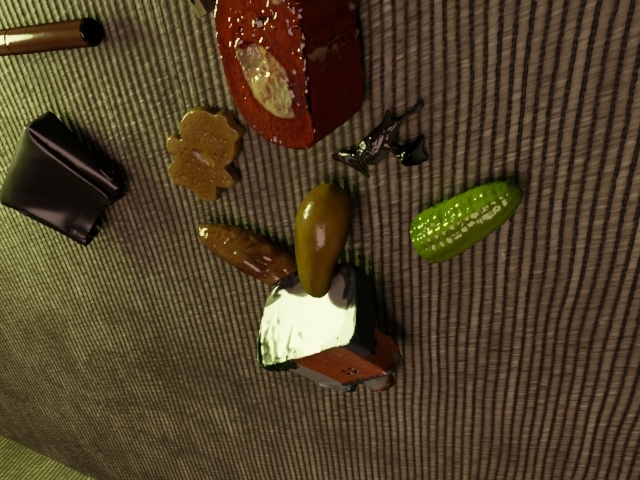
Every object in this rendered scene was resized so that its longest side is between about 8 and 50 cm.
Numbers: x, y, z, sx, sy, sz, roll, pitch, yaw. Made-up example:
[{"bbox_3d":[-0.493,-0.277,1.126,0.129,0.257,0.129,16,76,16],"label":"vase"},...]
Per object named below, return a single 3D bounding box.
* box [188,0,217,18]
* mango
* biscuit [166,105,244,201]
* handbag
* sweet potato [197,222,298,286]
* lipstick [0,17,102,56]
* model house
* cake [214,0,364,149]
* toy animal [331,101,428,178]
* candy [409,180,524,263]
[{"bbox_3d":[-0.177,-0.395,1.018,0.024,0.083,0.053,-13,119,45],"label":"box"},{"bbox_3d":[0.000,0.000,1.191,0.099,0.136,0.228,0,118,-16],"label":"mango"},{"bbox_3d":[-0.227,-0.177,1.267,0.166,0.036,0.225,32,133,5],"label":"biscuit"},{"bbox_3d":[-0.598,-0.129,1.491,0.257,0.113,0.285,38,130,-9],"label":"handbag"},{"bbox_3d":[-0.156,0.026,1.344,0.251,0.097,0.097,23,134,13],"label":"sweet potato"},{"bbox_3d":[-0.579,-0.406,1.288,0.356,0.057,0.057,5,128,29],"label":"lipstick"},{"bbox_3d":[0.058,0.210,1.337,0.271,0.190,0.301,-23,134,36],"label":"model house"},{"bbox_3d":[-0.045,-0.289,0.981,0.177,0.151,0.283,20,135,34],"label":"cake"},{"bbox_3d":[0.097,-0.157,1.067,0.202,0.070,0.105,-12,107,44],"label":"toy animal"},{"bbox_3d":[0.240,-0.037,1.043,0.097,0.097,0.209,47,133,-10],"label":"candy"}]
